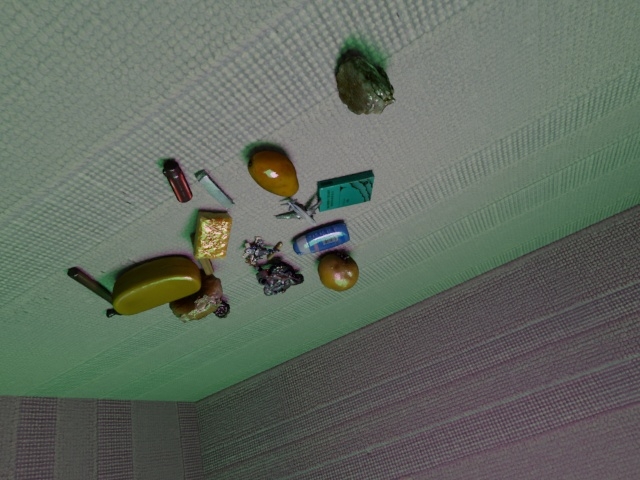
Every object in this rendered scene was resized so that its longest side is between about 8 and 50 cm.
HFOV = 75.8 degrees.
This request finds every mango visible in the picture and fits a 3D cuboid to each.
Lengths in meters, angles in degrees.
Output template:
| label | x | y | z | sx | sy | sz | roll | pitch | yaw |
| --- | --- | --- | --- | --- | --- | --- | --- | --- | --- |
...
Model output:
| label | x | y | z | sx | sy | sz | roll | pitch | yaw |
| --- | --- | --- | --- | --- | --- | --- | --- | --- | --- |
| mango | -0.146 | -0.223 | 1.417 | 0.138 | 0.113 | 0.253 | -27 | 151 | 16 |

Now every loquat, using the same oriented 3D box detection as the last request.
| label | x | y | z | sx | sy | sz | roll | pitch | yaw |
| --- | --- | --- | --- | --- | --- | --- | --- | --- | --- |
| loquat | 0.088 | 0.152 | 2.099 | 0.213 | 0.213 | 0.213 | -14 | 150 | -8 |

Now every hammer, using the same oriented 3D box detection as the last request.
| label | x | y | z | sx | sy | sz | roll | pitch | yaw |
| --- | --- | --- | --- | --- | --- | --- | --- | --- | --- |
| hammer | -0.956 | 0.233 | 1.799 | 0.168 | 0.044 | 0.440 | -16 | 150 | -3 |

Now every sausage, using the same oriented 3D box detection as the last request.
| label | x | y | z | sx | sy | sz | roll | pitch | yaw |
| --- | --- | --- | --- | --- | --- | --- | --- | --- | --- |
| sausage | -0.213 | 0.050 | 1.920 | 0.024 | 0.024 | 0.132 | 7 | 143 | -36 |

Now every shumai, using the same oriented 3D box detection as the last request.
| label | x | y | z | sx | sy | sz | roll | pitch | yaw |
| --- | --- | --- | --- | --- | --- | --- | --- | --- | --- |
| shumai | 0.143 | -0.456 | 1.181 | 0.142 | 0.184 | 0.184 | -37 | 153 | -15 |

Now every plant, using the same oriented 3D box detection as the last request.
| label | x | y | z | sx | sy | sz | roll | pitch | yaw |
| --- | --- | --- | --- | --- | --- | --- | --- | --- | --- |
| plant | -0.530 | 0.366 | 2.189 | 0.094 | 0.092 | 0.143 | 24 | 165 | -2 |

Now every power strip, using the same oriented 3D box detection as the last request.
| label | x | y | z | sx | sy | sz | roll | pitch | yaw |
| --- | --- | --- | --- | --- | --- | --- | --- | --- | --- |
| power strip | -0.498 | 0.058 | 1.737 | 0.044 | 0.064 | 0.305 | -16 | 150 | -12 |

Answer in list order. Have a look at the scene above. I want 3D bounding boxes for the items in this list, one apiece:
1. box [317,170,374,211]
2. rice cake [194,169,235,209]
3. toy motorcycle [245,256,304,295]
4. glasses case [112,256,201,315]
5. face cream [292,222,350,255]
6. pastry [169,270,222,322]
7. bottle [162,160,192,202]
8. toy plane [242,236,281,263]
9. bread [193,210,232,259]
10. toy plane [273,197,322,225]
| label | x | y | z | sx | sy | sz | roll | pitch | yaw |
| --- | --- | --- | --- | --- | --- | --- | --- | --- | --- |
| box | 0.100 | -0.196 | 1.667 | 0.226 | 0.042 | 0.161 | -14 | 151 | -8 |
| rice cake | -0.369 | -0.174 | 1.456 | 0.043 | 0.034 | 0.211 | -30 | 149 | 3 |
| toy motorcycle | -0.236 | 0.177 | 2.010 | 0.207 | 0.134 | 0.401 | -31 | 152 | 8 |
| glasses case | -0.699 | 0.178 | 1.737 | 0.371 | 0.141 | 0.173 | -20 | 139 | -2 |
| face cream | 0.000 | 0.000 | 1.893 | 0.264 | 0.083 | 0.149 | -18 | 149 | -1 |
| pastry | -0.564 | 0.239 | 1.843 | 0.257 | 0.236 | 0.121 | -27 | 139 | -7 |
| bottle | -0.469 | -0.193 | 1.348 | 0.060 | 0.060 | 0.164 | -14 | 149 | -8 |
| toy plane | -0.256 | 0.049 | 1.837 | 0.188 | 0.062 | 0.135 | 8 | 110 | -26 |
| bread | -0.417 | -0.017 | 1.589 | 0.125 | 0.068 | 0.188 | 0 | 120 | -30 |
| toy plane | -0.075 | -0.112 | 1.686 | 0.226 | 0.058 | 0.226 | -18 | 159 | 24 |
